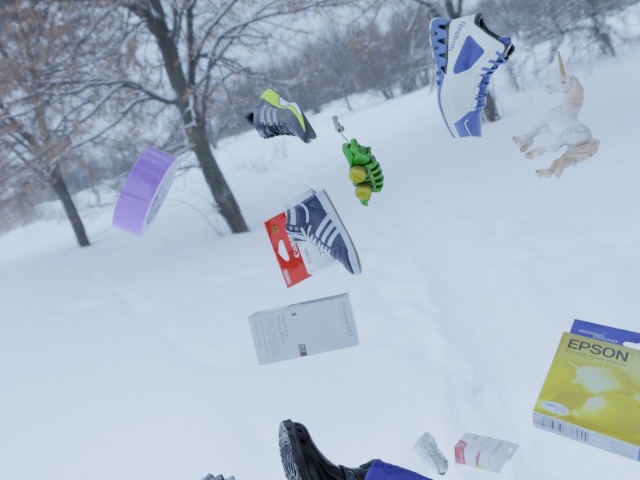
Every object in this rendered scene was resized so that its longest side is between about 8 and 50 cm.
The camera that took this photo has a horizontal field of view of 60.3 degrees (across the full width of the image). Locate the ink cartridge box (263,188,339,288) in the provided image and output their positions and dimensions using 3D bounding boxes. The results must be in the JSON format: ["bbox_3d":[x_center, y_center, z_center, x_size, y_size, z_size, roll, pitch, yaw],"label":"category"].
[{"bbox_3d":[-0.072,-0.006,1.903,0.239,0.275,0.060,-28,-19,17],"label":"ink cartridge box"}]

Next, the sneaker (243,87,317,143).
[{"bbox_3d":[-0.114,-0.326,1.547,0.121,0.111,0.300,-42,40,-5],"label":"sneaker"}]

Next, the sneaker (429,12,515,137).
[{"bbox_3d":[0.383,-0.412,1.347,0.182,0.315,0.127,-7,8,35],"label":"sneaker"}]

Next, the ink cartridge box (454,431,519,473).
[{"bbox_3d":[0.587,0.749,1.937,0.198,0.067,0.115,-1,12,38],"label":"ink cartridge box"}]

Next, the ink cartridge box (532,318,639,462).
[{"bbox_3d":[0.626,0.286,1.102,0.304,0.072,0.307,10,50,35],"label":"ink cartridge box"}]

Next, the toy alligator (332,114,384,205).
[{"bbox_3d":[0.070,-0.130,0.904,0.052,0.189,0.056,-10,44,14],"label":"toy alligator"}]

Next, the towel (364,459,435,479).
[{"bbox_3d":[0.206,0.572,1.044,0.308,0.227,0.076,3,-16,42],"label":"towel"}]

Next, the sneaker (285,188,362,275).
[{"bbox_3d":[0.000,0.000,1.528,0.153,0.282,0.099,-24,-28,-4],"label":"sneaker"}]

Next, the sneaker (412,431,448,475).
[{"bbox_3d":[0.408,0.767,1.964,0.090,0.232,0.115,-44,45,-11],"label":"sneaker"}]

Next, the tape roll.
[{"bbox_3d":[-0.536,-0.148,1.696,0.090,0.274,0.275,24,9,-9],"label":"tape roll"}]

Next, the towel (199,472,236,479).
[{"bbox_3d":[-0.287,0.733,1.320,0.284,0.121,0.235,-44,43,-2],"label":"towel"}]

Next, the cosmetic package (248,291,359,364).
[{"bbox_3d":[-0.035,0.199,1.251,0.231,0.117,0.085,-14,0,5],"label":"cosmetic package"}]

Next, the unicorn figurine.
[{"bbox_3d":[0.313,-0.152,0.727,0.111,0.161,0.060,-35,-38,21],"label":"unicorn figurine"}]

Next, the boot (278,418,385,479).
[{"bbox_3d":[0.052,0.612,1.463,0.260,0.347,0.131,-12,-25,-28],"label":"boot"}]
